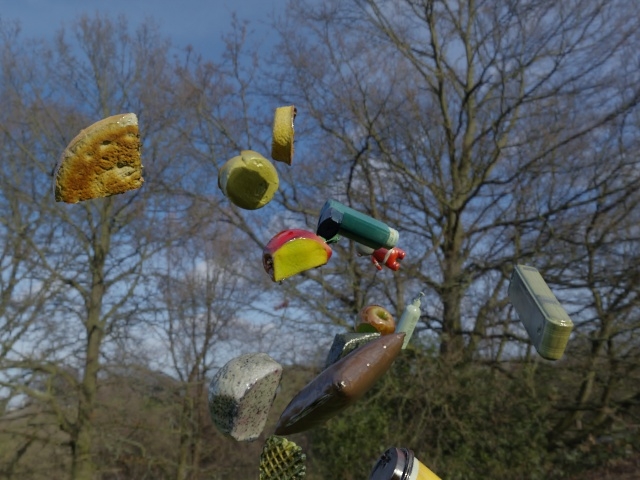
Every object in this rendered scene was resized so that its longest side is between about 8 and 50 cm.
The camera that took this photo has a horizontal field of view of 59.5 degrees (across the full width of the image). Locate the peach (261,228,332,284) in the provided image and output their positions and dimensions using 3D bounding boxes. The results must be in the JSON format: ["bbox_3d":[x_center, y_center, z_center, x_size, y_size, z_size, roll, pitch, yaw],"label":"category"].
[{"bbox_3d":[-0.089,0.032,2.046,0.267,0.154,0.158,-19,26,-22],"label":"peach"}]

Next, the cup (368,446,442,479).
[{"bbox_3d":[0.268,0.706,1.519,0.279,0.196,0.196,36,-20,-1],"label":"cup"}]

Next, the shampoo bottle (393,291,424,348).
[{"bbox_3d":[0.287,0.252,1.800,0.056,0.195,0.056,22,9,-4],"label":"shampoo bottle"}]

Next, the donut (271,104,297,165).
[{"bbox_3d":[-0.145,-0.398,2.240,0.101,0.152,0.259,6,-45,-4],"label":"donut"}]

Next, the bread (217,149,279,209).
[{"bbox_3d":[-0.321,-0.265,2.513,0.269,0.270,0.148,6,17,-28],"label":"bread"}]

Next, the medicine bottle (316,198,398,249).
[{"bbox_3d":[0.101,-0.033,1.550,0.258,0.124,0.079,21,-57,-26],"label":"medicine bottle"}]

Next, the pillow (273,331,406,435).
[{"bbox_3d":[0.055,0.367,1.431,0.305,0.108,0.308,-24,-18,-50],"label":"pillow"}]

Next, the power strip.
[{"bbox_3d":[0.476,0.140,1.238,0.066,0.092,0.387,12,18,4],"label":"power strip"}]

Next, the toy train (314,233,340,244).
[{"bbox_3d":[0.000,0.001,2.562,0.200,0.083,0.132,-21,-4,-27],"label":"toy train"}]

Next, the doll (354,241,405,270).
[{"bbox_3d":[0.228,0.036,2.335,0.245,0.142,0.076,27,-2,13],"label":"doll"}]

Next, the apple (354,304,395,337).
[{"bbox_3d":[0.216,0.342,2.252,0.146,0.163,0.147,-39,-16,-55],"label":"apple"}]

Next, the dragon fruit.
[{"bbox_3d":[-0.283,0.511,1.860,0.203,0.283,0.221,22,11,29],"label":"dragon fruit"}]

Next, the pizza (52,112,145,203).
[{"bbox_3d":[-0.604,-0.211,1.574,0.335,0.086,0.226,-46,-46,9],"label":"pizza"}]

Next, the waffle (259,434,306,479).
[{"bbox_3d":[-0.122,0.713,1.766,0.183,0.169,0.036,7,-4,38],"label":"waffle"}]

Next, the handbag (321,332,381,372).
[{"bbox_3d":[0.113,0.439,2.040,0.175,0.089,0.270,8,-62,-23],"label":"handbag"}]
